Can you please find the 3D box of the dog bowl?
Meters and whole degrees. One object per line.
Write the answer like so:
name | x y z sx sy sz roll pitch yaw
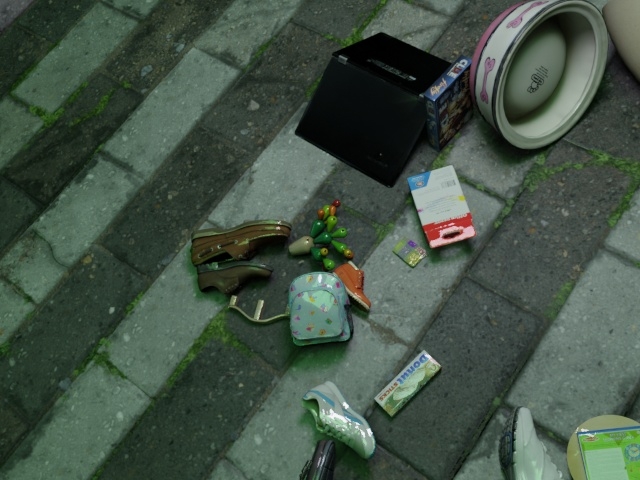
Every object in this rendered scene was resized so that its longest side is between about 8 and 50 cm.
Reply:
dog bowl | 0.579 -0.462 1.894 0.408 0.408 0.150 -39 44 -8

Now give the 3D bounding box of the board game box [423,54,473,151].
board game box | 0.365 -0.381 1.969 0.042 0.243 0.165 38 77 26

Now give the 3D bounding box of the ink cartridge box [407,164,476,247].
ink cartridge box | 0.334 -0.079 1.917 0.134 0.078 0.231 -16 61 5

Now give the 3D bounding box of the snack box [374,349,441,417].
snack box | 0.220 0.359 1.752 0.178 0.022 0.064 -42 61 -9

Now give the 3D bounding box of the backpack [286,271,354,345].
backpack | -0.005 0.173 1.807 0.165 0.144 0.189 -8 78 10

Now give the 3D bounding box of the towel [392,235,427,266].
towel | 0.245 0.032 1.920 0.083 0.009 0.060 39 78 27

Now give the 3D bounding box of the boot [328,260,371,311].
boot | 0.097 0.121 1.883 0.084 0.059 0.158 -36 60 -12

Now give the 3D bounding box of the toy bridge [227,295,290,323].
toy bridge | -0.168 0.195 1.921 0.188 0.026 0.063 7 66 16

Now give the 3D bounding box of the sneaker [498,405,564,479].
sneaker | 0.482 0.526 1.579 0.129 0.111 0.297 1 67 -4

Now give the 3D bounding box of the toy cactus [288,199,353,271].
toy cactus | 0.000 0.000 1.956 0.180 0.112 0.219 -19 62 24

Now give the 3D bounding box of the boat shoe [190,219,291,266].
boat shoe | -0.224 0.017 1.988 0.307 0.111 0.105 -10 65 19

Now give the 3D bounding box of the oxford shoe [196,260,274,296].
oxford shoe | -0.237 0.110 1.958 0.227 0.083 0.096 -8 72 16

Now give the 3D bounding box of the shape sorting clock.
shape sorting clock | 0.664 0.496 1.572 0.206 0.040 0.206 -7 62 14

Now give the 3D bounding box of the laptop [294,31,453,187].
laptop | 0.202 -0.420 2.156 0.382 0.236 0.408 33 46 24

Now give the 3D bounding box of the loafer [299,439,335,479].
loafer | -0.040 0.614 1.639 0.095 0.109 0.303 6 68 20

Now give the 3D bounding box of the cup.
cup | 0.962 -0.556 1.911 0.330 0.331 0.237 -8 89 9

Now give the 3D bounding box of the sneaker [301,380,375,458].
sneaker | 0.045 0.448 1.696 0.092 0.088 0.228 -20 47 -33
